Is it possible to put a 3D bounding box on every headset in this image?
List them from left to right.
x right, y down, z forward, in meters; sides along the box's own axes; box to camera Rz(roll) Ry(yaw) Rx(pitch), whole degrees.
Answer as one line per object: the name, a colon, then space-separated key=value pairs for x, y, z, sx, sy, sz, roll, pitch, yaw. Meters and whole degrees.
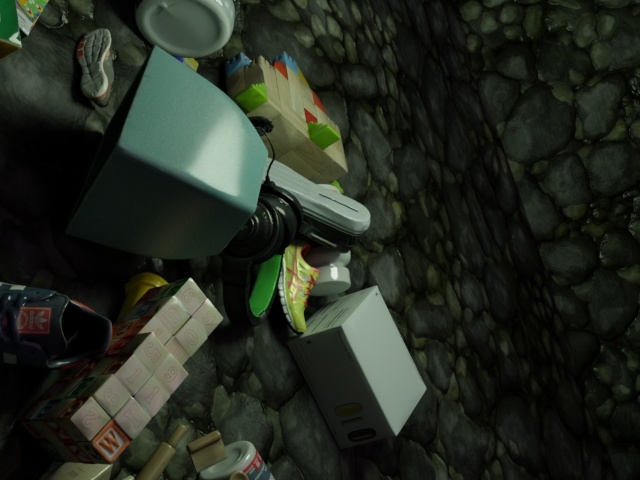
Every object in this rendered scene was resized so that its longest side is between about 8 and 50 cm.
headset: x=-0.142 y=-0.039 z=1.821 sx=0.243 sy=0.185 sz=0.394 roll=-41 pitch=139 yaw=-71

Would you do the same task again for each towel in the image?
towel: x=-0.281 y=-0.370 z=1.980 sx=0.083 sy=0.009 sz=0.060 roll=49 pitch=37 yaw=-31

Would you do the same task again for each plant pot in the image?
plant pot: x=-0.231 y=-0.113 z=1.593 sx=0.252 sy=0.247 sz=0.248 roll=25 pitch=48 yaw=-18

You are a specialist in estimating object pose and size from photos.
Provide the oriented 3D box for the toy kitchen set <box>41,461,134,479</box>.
toy kitchen set: x=-0.305 y=0.434 z=1.385 sx=0.122 sy=0.207 sz=0.166 roll=-32 pitch=144 yaw=-59

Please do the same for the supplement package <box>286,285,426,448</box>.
supplement package: x=0.081 y=0.265 z=2.044 sx=0.262 sy=0.145 sz=0.204 roll=63 pitch=31 yaw=-9

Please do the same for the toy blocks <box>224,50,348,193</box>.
toy blocks: x=-0.078 y=-0.289 z=2.125 sx=0.381 sy=0.190 sz=0.261 roll=38 pitch=31 yaw=-43

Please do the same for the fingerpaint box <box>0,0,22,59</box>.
fingerpaint box: x=-0.619 y=-0.264 z=1.030 sx=0.444 sy=0.371 sz=0.163 roll=9 pitch=67 yaw=-55

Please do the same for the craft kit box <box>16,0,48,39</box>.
craft kit box: x=-0.542 y=-0.486 z=1.595 sx=0.250 sy=0.061 sz=0.247 roll=47 pitch=35 yaw=-33

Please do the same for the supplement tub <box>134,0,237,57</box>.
supplement tub: x=-0.253 y=-0.536 z=1.942 sx=0.193 sy=0.193 sz=0.316 roll=40 pitch=42 yaw=-39

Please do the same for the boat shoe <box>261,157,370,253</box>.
boat shoe: x=-0.068 y=-0.069 z=1.974 sx=0.335 sy=0.119 sz=0.121 roll=27 pitch=26 yaw=0

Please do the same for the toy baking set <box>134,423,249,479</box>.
toy baking set: x=-0.212 y=0.421 z=1.521 sx=0.197 sy=0.030 sz=0.256 roll=45 pitch=62 yaw=-11

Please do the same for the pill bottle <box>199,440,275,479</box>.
pill bottle: x=-0.118 y=0.444 z=1.660 sx=0.180 sy=0.108 sz=0.108 roll=60 pitch=32 yaw=-16

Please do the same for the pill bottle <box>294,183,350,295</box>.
pill bottle: x=0.000 y=0.000 z=2.096 sx=0.121 sy=0.121 sz=0.221 roll=20 pitch=56 yaw=-52

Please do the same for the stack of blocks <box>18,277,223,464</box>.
stack of blocks: x=-0.275 y=0.185 z=1.416 sx=0.087 sy=0.171 sz=0.297 roll=54 pitch=52 yaw=-18

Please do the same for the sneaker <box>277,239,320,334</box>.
sneaker: x=-0.043 y=0.088 z=1.980 sx=0.081 sy=0.094 sz=0.209 roll=88 pitch=-7 yaw=-74

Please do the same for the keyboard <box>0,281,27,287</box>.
keyboard: x=-0.506 y=0.079 z=1.359 sx=0.256 sy=0.014 sz=0.072 roll=20 pitch=51 yaw=-52

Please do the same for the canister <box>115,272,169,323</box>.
canister: x=-0.283 y=0.157 z=1.604 sx=0.126 sy=0.073 sz=0.170 roll=45 pitch=40 yaw=-33

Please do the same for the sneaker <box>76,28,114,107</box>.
sneaker: x=-0.396 y=-0.304 z=1.733 sx=0.065 sy=0.061 sz=0.158 roll=70 pitch=16 yaw=-61

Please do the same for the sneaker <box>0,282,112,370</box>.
sneaker: x=-0.429 y=0.106 z=1.306 sx=0.350 sy=0.148 sz=0.131 roll=12 pitch=77 yaw=-54
